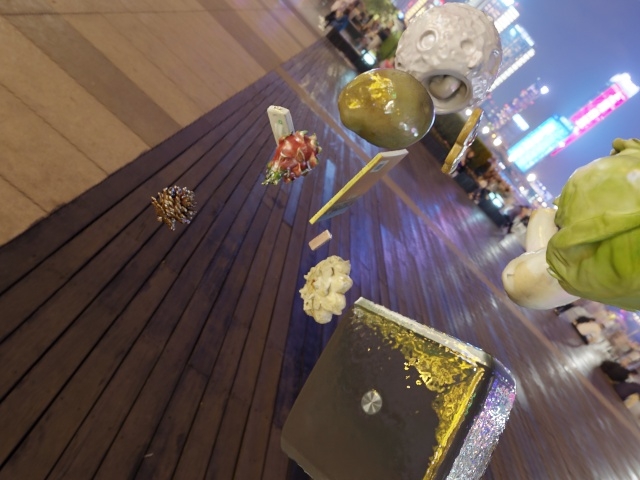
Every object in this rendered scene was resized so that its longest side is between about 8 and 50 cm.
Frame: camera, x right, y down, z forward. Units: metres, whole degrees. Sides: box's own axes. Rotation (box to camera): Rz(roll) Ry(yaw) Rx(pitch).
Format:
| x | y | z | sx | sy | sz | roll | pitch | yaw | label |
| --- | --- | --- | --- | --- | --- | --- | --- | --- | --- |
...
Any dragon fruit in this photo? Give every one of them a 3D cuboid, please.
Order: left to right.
| x | y | z | sx | sy | sz | roll | pitch | yaw | label |
| --- | --- | --- | --- | --- | --- | --- | --- | --- | --- |
| -0.094 | -0.232 | 1.362 | 0.135 | 0.236 | 0.137 | 44 | -18 | -10 | dragon fruit |

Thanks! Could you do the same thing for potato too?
| x | y | z | sx | sy | sz | roll | pitch | yaw | label |
| --- | --- | --- | --- | --- | --- | --- | --- | --- | --- |
| 0.157 | -0.318 | 1.110 | 0.160 | 0.235 | 0.177 | 71 | 27 | -72 | potato |

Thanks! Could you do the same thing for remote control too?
| x | y | z | sx | sy | sz | roll | pitch | yaw | label |
| --- | --- | --- | --- | --- | --- | --- | --- | --- | --- |
| -0.143 | -0.408 | 1.767 | 0.090 | 0.049 | 0.230 | 22 | -31 | 26 | remote control |

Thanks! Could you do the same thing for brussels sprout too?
| x | y | z | sx | sy | sz | roll | pitch | yaw | label |
| --- | --- | --- | --- | --- | --- | --- | --- | --- | --- |
| 0.771 | -0.039 | 1.086 | 0.343 | 0.424 | 0.361 | 11 | -1 | 0 | brussels sprout |

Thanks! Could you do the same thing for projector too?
| x | y | z | sx | sy | sz | roll | pitch | yaw | label |
| --- | --- | --- | --- | --- | --- | --- | --- | --- | --- |
| 0.169 | 0.394 | 1.035 | 0.395 | 0.405 | 0.242 | 20 | -15 | 42 | projector |

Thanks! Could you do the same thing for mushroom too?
| x | y | z | sx | sy | sz | roll | pitch | yaw | label |
| --- | --- | --- | --- | --- | --- | --- | --- | --- | --- |
| 0.797 | 0.092 | 1.547 | 0.315 | 0.356 | 0.315 | 39 | -1 | 1 | mushroom |

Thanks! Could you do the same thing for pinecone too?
| x | y | z | sx | sy | sz | roll | pitch | yaw | label |
| --- | --- | --- | --- | --- | --- | --- | --- | --- | --- |
| -0.613 | -0.144 | 1.939 | 0.179 | 0.195 | 0.150 | 54 | 17 | -7 | pinecone |

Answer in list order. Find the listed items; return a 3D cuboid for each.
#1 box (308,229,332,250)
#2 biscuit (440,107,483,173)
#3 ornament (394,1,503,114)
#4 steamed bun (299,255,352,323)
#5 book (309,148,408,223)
| x | y | z | sx | sy | sz | roll | pitch | yaw | label |
| --- | --- | --- | --- | --- | --- | --- | --- | --- | --- |
| 0.000 | 0.000 | 2.159 | 0.025 | 0.115 | 0.048 | 25 | 32 | -59 | box |
| 0.356 | -0.248 | 1.130 | 0.035 | 0.158 | 0.240 | 30 | -2 | 10 | biscuit |
| 0.409 | -0.586 | 1.473 | 0.337 | 0.337 | 0.337 | 40 | 24 | -22 | ornament |
| 0.002 | 0.185 | 1.834 | 0.137 | 0.292 | 0.295 | 20 | 35 | -21 | steamed bun |
| 0.144 | -0.200 | 1.696 | 0.028 | 0.374 | 0.263 | 52 | 31 | 7 | book |
